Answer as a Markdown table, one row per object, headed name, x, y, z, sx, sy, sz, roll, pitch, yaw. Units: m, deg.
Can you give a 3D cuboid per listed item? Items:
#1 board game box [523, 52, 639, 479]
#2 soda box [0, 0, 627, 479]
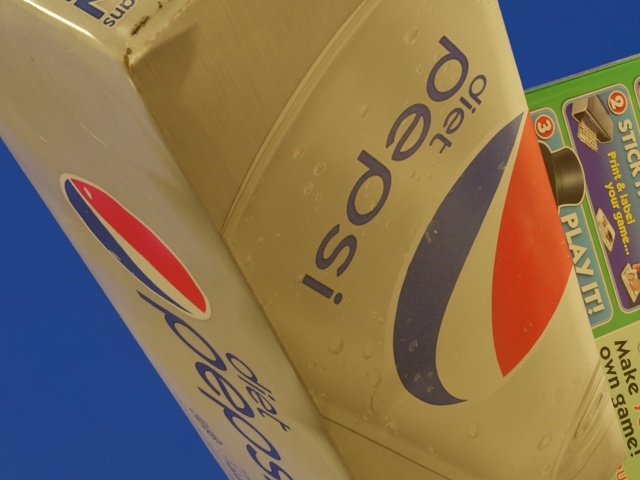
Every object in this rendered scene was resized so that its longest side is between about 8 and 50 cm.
| name | x | y | z | sx | sy | sz | roll | pitch | yaw |
| --- | --- | --- | --- | --- | --- | --- | --- | --- | --- |
| board game box | 0.179 | 0.064 | 0.887 | 0.213 | 0.046 | 0.317 | -19 | -86 | -29 |
| soda box | 0.000 | 0.000 | 0.445 | 0.091 | 0.098 | 0.286 | -47 | -37 | -17 |
